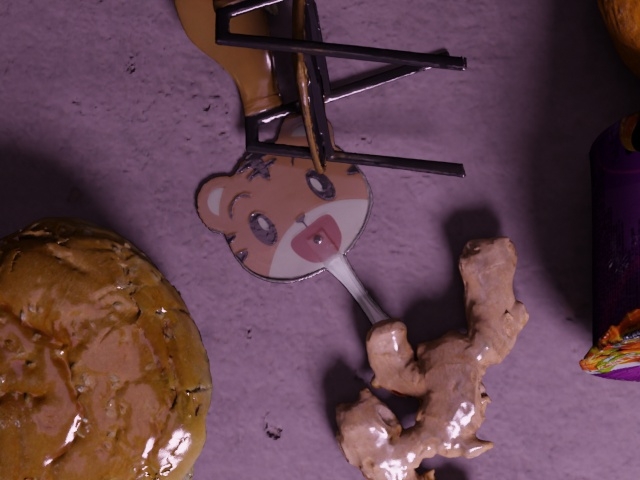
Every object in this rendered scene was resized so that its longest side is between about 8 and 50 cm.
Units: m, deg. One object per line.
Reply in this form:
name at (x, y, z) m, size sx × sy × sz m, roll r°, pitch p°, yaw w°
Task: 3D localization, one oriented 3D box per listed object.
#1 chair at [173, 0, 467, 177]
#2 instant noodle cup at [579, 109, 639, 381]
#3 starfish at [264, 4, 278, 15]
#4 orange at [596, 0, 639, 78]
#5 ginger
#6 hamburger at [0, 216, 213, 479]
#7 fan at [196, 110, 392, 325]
chair at (-0.003, -0.152, 0.972) m, size 0.247 × 0.158 × 0.172 m, roll -7°, pitch 59°, yaw 4°
instant noodle cup at (0.328, -0.001, 0.912) m, size 0.251 × 0.251 × 0.190 m, roll -3°, pitch 72°, yaw 2°
starfish at (-0.083, -0.317, 1.056) m, size 0.208 × 0.053 × 0.175 m, roll 30°, pitch 83°, yaw 3°
orange at (0.357, -0.227, 0.931) m, size 0.264 × 0.264 × 0.264 m, roll 0°, pitch 81°, yaw 2°
ginger at (0.099, 0.112, 0.979) m, size 0.149 × 0.065 × 0.258 m, roll 14°, pitch 86°, yaw 0°
hamburger at (-0.227, 0.129, 0.955) m, size 0.266 × 0.134 × 0.284 m, roll -28°, pitch 79°, yaw -4°
fan at (0.000, 0.000, 1.028) m, size 0.152 × 0.008 × 0.226 m, roll -37°, pitch 81°, yaw -5°
